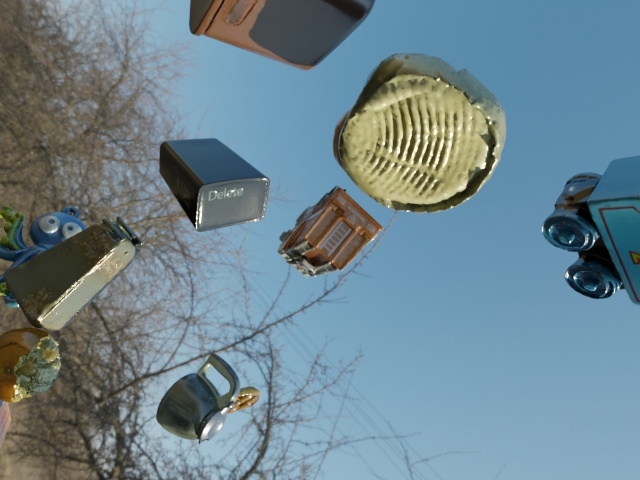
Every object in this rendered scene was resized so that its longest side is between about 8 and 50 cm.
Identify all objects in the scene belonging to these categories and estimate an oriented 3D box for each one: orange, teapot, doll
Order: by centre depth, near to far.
[{"bbox_3d":[-0.216,0.304,0.861,0.108,0.149,0.111,28,-42,23],"label":"teapot"},{"bbox_3d":[-0.633,0.261,0.990,0.134,0.156,0.157,-142,-134,-79],"label":"orange"},{"bbox_3d":[-0.740,0.028,1.239,0.099,0.345,0.341,-53,-155,43],"label":"doll"}]

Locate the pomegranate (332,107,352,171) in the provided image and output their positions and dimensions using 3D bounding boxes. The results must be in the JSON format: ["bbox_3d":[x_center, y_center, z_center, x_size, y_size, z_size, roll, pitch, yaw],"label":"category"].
[{"bbox_3d":[0.178,-0.346,1.660,0.307,0.307,0.308,22,-63,53],"label":"pomegranate"}]

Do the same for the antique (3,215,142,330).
[{"bbox_3d":[-0.560,0.064,1.089,0.150,0.284,0.125,49,-11,10],"label":"antique"}]

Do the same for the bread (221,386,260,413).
[{"bbox_3d":[-0.175,0.328,0.944,0.110,0.110,0.024,-57,-135,47],"label":"bread"}]

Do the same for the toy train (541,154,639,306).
[{"bbox_3d":[0.636,-0.007,0.952,0.300,0.188,0.265,53,-28,-20],"label":"toy train"}]

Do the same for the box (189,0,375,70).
[{"bbox_3d":[-0.065,-0.490,0.764,0.239,0.229,0.340,-22,-116,52],"label":"box"}]

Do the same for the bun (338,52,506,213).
[{"bbox_3d":[0.160,-0.169,0.736,0.152,0.259,0.259,-69,-175,-45],"label":"bun"}]

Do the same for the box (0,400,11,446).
[{"bbox_3d":[-0.771,0.386,1.048,0.152,0.070,0.237,-114,-151,-56],"label":"box"}]

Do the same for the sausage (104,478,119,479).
[{"bbox_3d":[-0.212,0.316,0.513,0.176,0.047,0.041,3,-107,49],"label":"sausage"}]

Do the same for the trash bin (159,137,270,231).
[{"bbox_3d":[-0.243,-0.137,1.028,0.225,0.165,0.115,45,-46,36],"label":"trash bin"}]

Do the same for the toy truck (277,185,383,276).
[{"bbox_3d":[0.000,0.000,1.318,0.173,0.207,0.387,42,-18,-8],"label":"toy truck"}]
